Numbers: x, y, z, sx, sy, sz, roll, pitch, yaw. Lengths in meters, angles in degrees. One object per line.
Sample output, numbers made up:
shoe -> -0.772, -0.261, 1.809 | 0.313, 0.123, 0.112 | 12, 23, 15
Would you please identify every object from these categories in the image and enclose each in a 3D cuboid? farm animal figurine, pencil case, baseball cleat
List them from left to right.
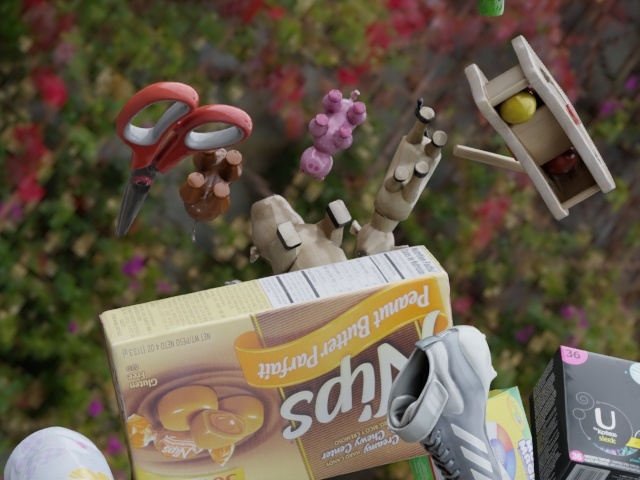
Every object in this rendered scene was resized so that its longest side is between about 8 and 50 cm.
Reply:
pencil case -> -0.274, 0.317, 2.030 | 0.113, 0.124, 0.273 | 32, 8, -29
farm animal figurine -> 0.000, 0.000, 2.148 | 0.330, 0.327, 0.172 | -5, -23, -13
baseball cleat -> 0.106, 0.177, 1.608 | 0.072, 0.109, 0.206 | 12, -67, 54

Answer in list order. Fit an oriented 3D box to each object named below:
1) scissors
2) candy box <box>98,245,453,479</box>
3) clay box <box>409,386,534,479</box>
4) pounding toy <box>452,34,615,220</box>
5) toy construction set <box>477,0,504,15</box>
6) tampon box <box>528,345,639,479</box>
scissors -> -0.162, -0.068, 1.626 | 0.109, 0.021, 0.297 | 12, -25, -27
candy box -> -0.032, 0.130, 1.718 | 0.087, 0.316, 0.183 | -126, -154, -65
clay box -> 0.185, 0.247, 2.102 | 0.053, 0.222, 0.127 | -16, -90, 36
pounding toy -> 0.234, -0.098, 2.131 | 0.269, 0.155, 0.154 | 44, 20, -49
toy construction set -> 0.173, -0.380, 2.304 | 0.308, 0.237, 0.257 | -1, 29, -10
tampon box -> 0.303, 0.215, 2.006 | 0.120, 0.161, 0.101 | 13, -44, -11
